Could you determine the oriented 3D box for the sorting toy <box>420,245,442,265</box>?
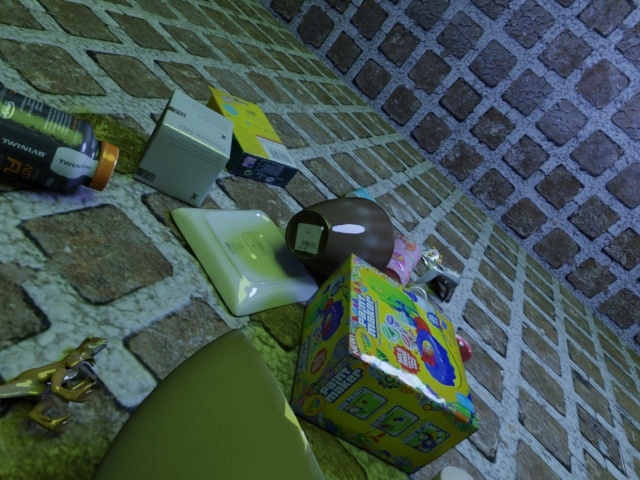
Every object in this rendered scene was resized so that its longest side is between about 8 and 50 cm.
[{"bbox_3d":[0.384,0.060,1.651,0.075,0.044,0.083,-14,57,-36],"label":"sorting toy"}]

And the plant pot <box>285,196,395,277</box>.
[{"bbox_3d":[0.028,-0.005,1.051,0.215,0.215,0.230,52,21,20],"label":"plant pot"}]

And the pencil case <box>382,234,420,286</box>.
[{"bbox_3d":[0.199,0.079,1.298,0.124,0.124,0.284,43,28,3],"label":"pencil case"}]

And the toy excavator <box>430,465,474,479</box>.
[{"bbox_3d":[0.336,0.597,0.649,0.433,0.222,0.445,35,15,-5],"label":"toy excavator"}]

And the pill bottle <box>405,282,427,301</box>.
[{"bbox_3d":[0.255,0.152,1.284,0.065,0.065,0.116,44,4,4],"label":"pill bottle"}]

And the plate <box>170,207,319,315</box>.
[{"bbox_3d":[-0.146,0.023,1.007,0.278,0.045,0.277,-4,52,-54],"label":"plate"}]

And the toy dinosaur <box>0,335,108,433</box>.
[{"bbox_3d":[-0.337,0.171,0.544,0.112,0.064,0.211,30,14,19],"label":"toy dinosaur"}]

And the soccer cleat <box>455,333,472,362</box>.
[{"bbox_3d":[0.296,0.243,1.218,0.248,0.083,0.095,28,25,-19],"label":"soccer cleat"}]

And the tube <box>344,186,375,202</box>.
[{"bbox_3d":[0.141,-0.153,1.640,0.080,0.052,0.207,55,23,4],"label":"tube"}]

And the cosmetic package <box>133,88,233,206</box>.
[{"bbox_3d":[-0.296,-0.204,1.028,0.151,0.151,0.183,26,31,-26],"label":"cosmetic package"}]

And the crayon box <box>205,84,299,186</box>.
[{"bbox_3d":[-0.216,-0.305,1.358,0.202,0.081,0.318,10,41,-46],"label":"crayon box"}]

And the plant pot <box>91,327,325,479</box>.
[{"bbox_3d":[-0.120,0.262,0.491,0.191,0.284,0.284,-22,61,-22],"label":"plant pot"}]

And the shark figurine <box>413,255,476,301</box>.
[{"bbox_3d":[0.390,0.137,1.463,0.166,0.116,0.278,23,3,21],"label":"shark figurine"}]

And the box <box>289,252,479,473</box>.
[{"bbox_3d":[0.115,0.227,0.899,0.279,0.177,0.290,32,28,-15],"label":"box"}]

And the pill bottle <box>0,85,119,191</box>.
[{"bbox_3d":[-0.470,-0.163,0.766,0.246,0.130,0.130,21,34,-34],"label":"pill bottle"}]
